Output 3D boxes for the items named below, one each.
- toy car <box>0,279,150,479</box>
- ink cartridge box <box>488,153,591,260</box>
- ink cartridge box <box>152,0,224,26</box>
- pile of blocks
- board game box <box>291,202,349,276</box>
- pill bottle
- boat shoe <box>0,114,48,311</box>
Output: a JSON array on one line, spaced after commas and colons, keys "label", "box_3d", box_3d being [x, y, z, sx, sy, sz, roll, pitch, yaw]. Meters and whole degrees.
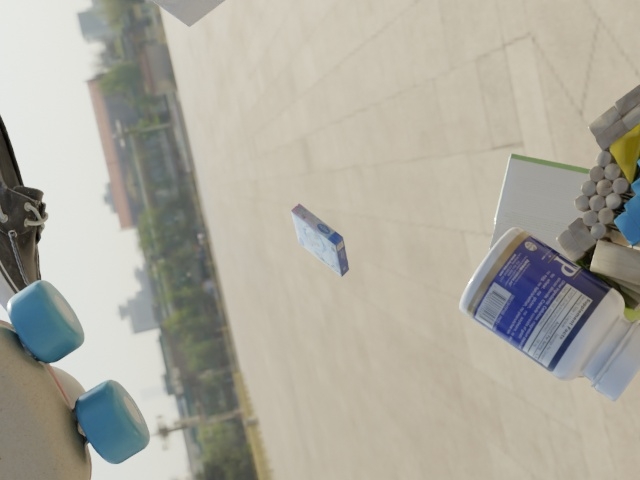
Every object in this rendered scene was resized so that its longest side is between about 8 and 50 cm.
[{"label": "toy car", "box_3d": [-0.297, 0.163, 1.005, 0.210, 0.219, 0.238, 57, 178, -4]}, {"label": "ink cartridge box", "box_3d": [0.349, -0.005, 1.582, 0.056, 0.171, 0.235, 61, -136, -74]}, {"label": "ink cartridge box", "box_3d": [-0.082, -0.312, 0.913, 0.086, 0.203, 0.148, 31, -145, -50]}, {"label": "pile of blocks", "box_3d": [0.385, -0.005, 1.292, 0.149, 0.112, 0.362, 22, 98, 40]}, {"label": "board game box", "box_3d": [0.000, 0.000, 1.477, 0.090, 0.020, 0.090, 37, 159, 25]}, {"label": "pill bottle", "box_3d": [0.249, 0.080, 1.070, 0.186, 0.112, 0.112, 35, 159, 16]}, {"label": "boat shoe", "box_3d": [-0.415, -0.036, 1.373, 0.108, 0.102, 0.301, 62, -176, -77]}]
